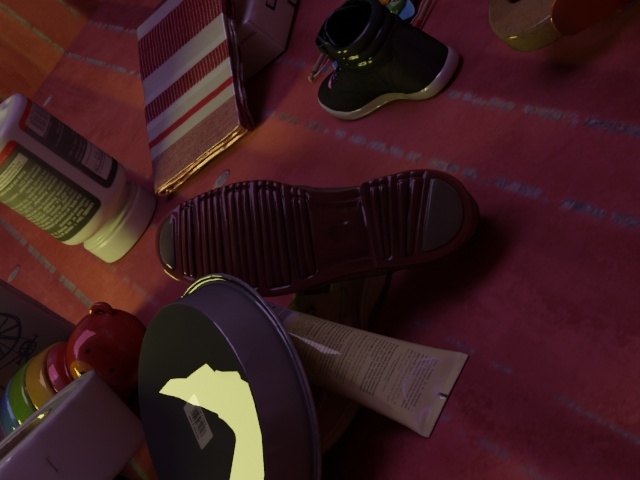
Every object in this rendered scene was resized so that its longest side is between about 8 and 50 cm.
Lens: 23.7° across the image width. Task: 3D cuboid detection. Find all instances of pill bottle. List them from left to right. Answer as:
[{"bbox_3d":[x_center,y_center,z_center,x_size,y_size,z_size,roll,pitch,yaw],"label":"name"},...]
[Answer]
[{"bbox_3d":[-0.417,-0.094,2.448,0.161,0.283,0.161,-42,26,26],"label":"pill bottle"}]

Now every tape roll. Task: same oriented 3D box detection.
[{"bbox_3d":[-0.336,0.279,1.768,0.286,0.100,0.286,-40,6,5],"label":"tape roll"}]

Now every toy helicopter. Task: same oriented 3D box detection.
[{"bbox_3d":[0.320,-0.333,1.608,0.355,0.140,0.235,-42,27,18],"label":"toy helicopter"}]

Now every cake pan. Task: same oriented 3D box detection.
[{"bbox_3d":[-0.102,0.181,1.539,0.293,0.054,0.293,21,116,52],"label":"cake pan"}]

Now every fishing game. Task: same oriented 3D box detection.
[{"bbox_3d":[0.075,-0.317,2.158,0.264,0.041,0.189,-5,55,60],"label":"fishing game"}]

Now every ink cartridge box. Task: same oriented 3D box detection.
[{"bbox_3d":[-0.118,-0.361,2.516,0.148,0.086,0.203,-35,30,37],"label":"ink cartridge box"}]

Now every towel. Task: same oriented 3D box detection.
[{"bbox_3d":[-0.206,-0.262,2.438,0.237,0.037,0.329,-33,56,40],"label":"towel"}]

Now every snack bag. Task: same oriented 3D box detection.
[{"bbox_3d":[-0.496,0.223,2.147,0.037,0.323,0.342,39,89,34],"label":"snack bag"}]

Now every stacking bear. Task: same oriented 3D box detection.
[{"bbox_3d":[-0.320,0.200,1.973,0.289,0.175,0.164,-47,-3,32],"label":"stacking bear"}]

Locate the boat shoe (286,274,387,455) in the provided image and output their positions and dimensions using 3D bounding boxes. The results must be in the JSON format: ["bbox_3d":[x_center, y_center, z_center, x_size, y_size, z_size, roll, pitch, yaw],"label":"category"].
[{"bbox_3d":[-0.003,0.102,1.638,0.109,0.098,0.302,-31,31,41],"label":"boat shoe"}]

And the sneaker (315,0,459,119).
[{"bbox_3d":[0.044,-0.242,1.973,0.296,0.147,0.104,-5,54,62],"label":"sneaker"}]

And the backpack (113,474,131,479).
[{"bbox_3d":[-0.236,0.336,1.747,0.114,0.105,0.084,-45,2,17],"label":"backpack"}]

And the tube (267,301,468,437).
[{"bbox_3d":[0.022,0.120,1.518,0.240,0.062,0.070,16,109,29],"label":"tube"}]

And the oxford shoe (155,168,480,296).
[{"bbox_3d":[0.000,0.000,1.610,0.348,0.130,0.123,-3,84,17],"label":"oxford shoe"}]

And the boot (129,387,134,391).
[{"bbox_3d":[-0.309,0.201,2.134,0.190,0.069,0.086,29,106,62],"label":"boot"}]
